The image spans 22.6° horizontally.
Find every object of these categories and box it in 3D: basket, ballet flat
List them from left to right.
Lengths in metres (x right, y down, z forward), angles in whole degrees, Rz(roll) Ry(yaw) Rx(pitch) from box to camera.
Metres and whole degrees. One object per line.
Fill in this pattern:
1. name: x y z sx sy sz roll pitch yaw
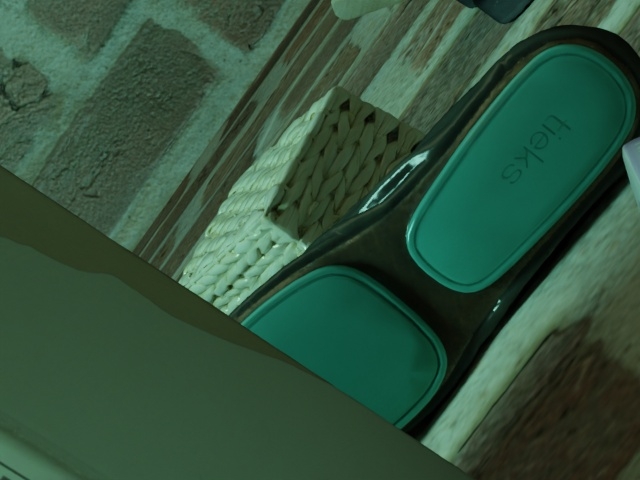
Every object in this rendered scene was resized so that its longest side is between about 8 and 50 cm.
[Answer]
1. basket: 0.000 0.000 0.919 0.167 0.103 0.113 -38 21 58
2. ballet flat: 0.043 0.017 0.732 0.280 0.095 0.096 -43 2 11

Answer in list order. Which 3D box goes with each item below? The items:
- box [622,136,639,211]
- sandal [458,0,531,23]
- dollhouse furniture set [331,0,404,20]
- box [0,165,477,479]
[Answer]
1. box: 0.114 0.043 0.289 0.067 0.063 0.324 -20 18 10
2. sandal: 0.127 -0.220 1.183 0.097 0.054 0.254 -54 10 8
3. dollhouse furniture set: 0.151 -0.352 1.094 0.394 0.256 0.362 -16 29 23
4. box: -0.106 0.081 0.544 0.148 0.311 0.121 -50 11 27
